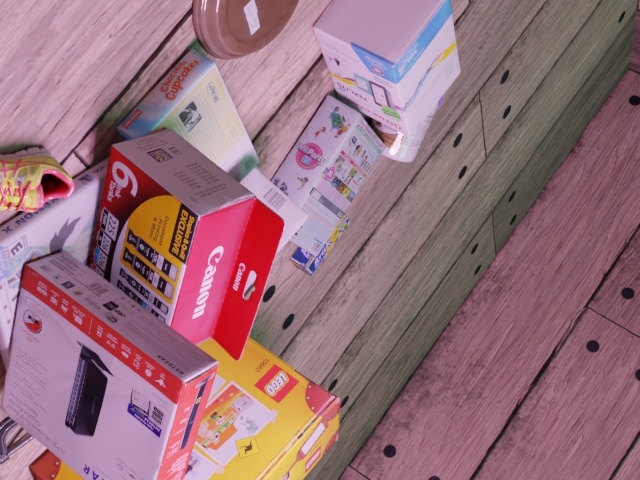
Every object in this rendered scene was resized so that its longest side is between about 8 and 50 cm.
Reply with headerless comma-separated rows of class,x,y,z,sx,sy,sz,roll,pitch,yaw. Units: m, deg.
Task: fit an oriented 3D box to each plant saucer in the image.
plant saucer,-0.107,-0.427,1.640,0.278,0.041,0.278,-45,154,-29

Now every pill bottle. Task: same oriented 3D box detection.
pill bottle,0.202,-0.310,2.274,0.131,0.131,0.229,-12,129,-59

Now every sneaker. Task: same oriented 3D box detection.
sneaker,-0.431,-0.074,1.360,0.208,0.094,0.081,-27,143,-48

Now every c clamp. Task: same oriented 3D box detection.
c clamp,-0.538,0.351,1.766,0.161,0.022,0.137,-40,146,-33

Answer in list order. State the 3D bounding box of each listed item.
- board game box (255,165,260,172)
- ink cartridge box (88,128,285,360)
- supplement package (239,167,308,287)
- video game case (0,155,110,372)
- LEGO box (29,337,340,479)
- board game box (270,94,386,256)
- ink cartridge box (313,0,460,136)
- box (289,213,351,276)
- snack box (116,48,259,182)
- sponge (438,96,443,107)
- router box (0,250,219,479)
board game box,-0.160,-0.120,1.931,0.090,0.020,0.090,-53,156,-12
ink cartridge box,-0.224,0.029,1.551,0.130,0.272,0.309,-25,144,-46
supplement package,-0.144,-0.006,1.847,0.134,0.139,0.244,-48,-179,-27
video game case,-0.415,0.048,1.614,0.300,0.036,0.329,-41,151,-35
LEGO box,-0.258,0.428,1.966,0.500,0.372,0.193,-43,153,-30
board game box,0.002,-0.135,2.139,0.303,0.097,0.224,-56,158,-1
ink cartridge box,0.142,-0.386,1.980,0.197,0.198,0.270,-53,156,-13
box,0.000,0.000,2.351,0.169,0.054,0.059,-55,157,-9
snack box,-0.220,-0.164,1.705,0.187,0.060,0.322,-50,155,-14
sponge,0.245,-0.338,2.451,0.210,0.031,0.117,-43,152,-32
router box,-0.337,0.229,1.519,0.082,0.335,0.301,-27,142,-52
